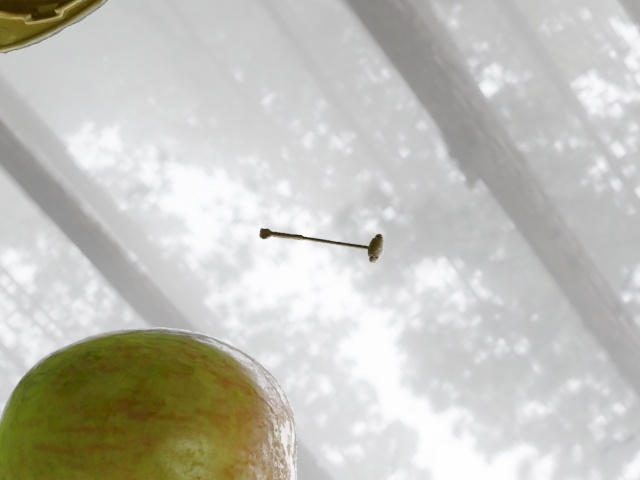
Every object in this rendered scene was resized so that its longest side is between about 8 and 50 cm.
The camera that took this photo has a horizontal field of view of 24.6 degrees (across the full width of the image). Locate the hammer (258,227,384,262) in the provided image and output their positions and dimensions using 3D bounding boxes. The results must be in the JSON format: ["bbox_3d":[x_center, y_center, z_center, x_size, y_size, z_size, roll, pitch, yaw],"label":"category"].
[{"bbox_3d":[0.000,0.000,1.320,0.123,0.014,0.029,8,-117,24],"label":"hammer"}]

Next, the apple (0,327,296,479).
[{"bbox_3d":[-0.183,0.252,1.519,0.339,0.339,0.339,-30,-153,17],"label":"apple"}]

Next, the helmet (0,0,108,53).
[{"bbox_3d":[-0.236,-0.289,1.226,0.257,0.205,0.140,-41,-166,19],"label":"helmet"}]
